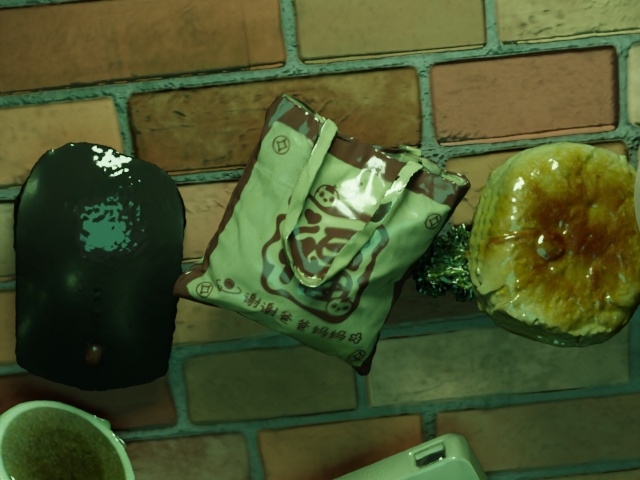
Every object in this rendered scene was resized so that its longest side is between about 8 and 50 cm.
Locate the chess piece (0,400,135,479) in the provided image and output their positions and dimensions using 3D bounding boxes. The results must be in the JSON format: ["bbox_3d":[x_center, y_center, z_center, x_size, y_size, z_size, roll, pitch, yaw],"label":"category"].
[{"bbox_3d":[-0.332,0.311,1.955,0.176,0.175,0.298,30,128,-17],"label":"chess piece"}]

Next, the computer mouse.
[{"bbox_3d":[-0.217,0.040,1.821,0.168,0.087,0.295,2,121,-6],"label":"computer mouse"}]

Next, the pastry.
[{"bbox_3d":[0.234,0.005,1.781,0.182,0.093,0.192,15,83,-13],"label":"pastry"}]

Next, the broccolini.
[{"bbox_3d":[0.274,0.062,1.871,0.392,0.074,0.078,16,77,-12],"label":"broccolini"}]

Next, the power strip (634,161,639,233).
[{"bbox_3d":[0.371,-0.041,1.755,0.078,0.154,0.154,-3,132,50],"label":"power strip"}]

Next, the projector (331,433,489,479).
[{"bbox_3d":[0.086,0.350,2.013,0.257,0.079,0.259,-23,118,12],"label":"projector"}]

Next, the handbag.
[{"bbox_3d":[0.000,0.000,1.778,0.213,0.127,0.235,25,114,-8],"label":"handbag"}]
